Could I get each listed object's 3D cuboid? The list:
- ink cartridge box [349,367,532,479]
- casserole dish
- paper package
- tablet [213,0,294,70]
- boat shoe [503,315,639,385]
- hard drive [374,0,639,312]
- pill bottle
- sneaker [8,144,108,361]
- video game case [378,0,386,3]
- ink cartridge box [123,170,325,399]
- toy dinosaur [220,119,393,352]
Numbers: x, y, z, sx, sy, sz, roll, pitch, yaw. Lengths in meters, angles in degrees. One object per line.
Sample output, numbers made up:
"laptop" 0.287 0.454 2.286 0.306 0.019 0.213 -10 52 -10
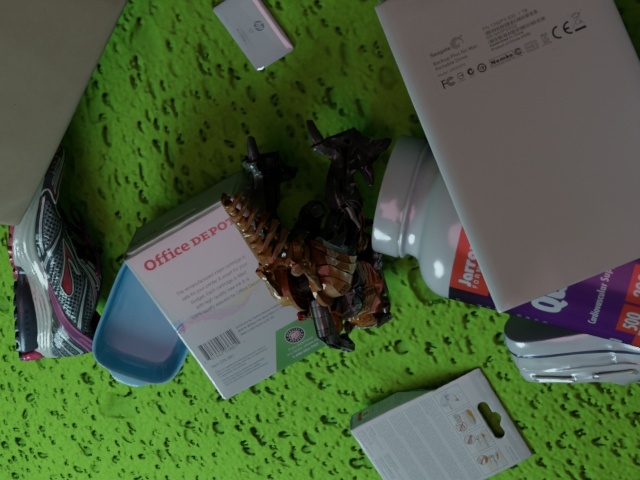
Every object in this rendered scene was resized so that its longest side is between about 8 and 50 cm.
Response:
"ink cartridge box" 0.147 0.239 1.526 0.179 0.045 0.145 -29 108 12
"casserole dish" -0.205 0.089 1.513 0.114 0.037 0.188 20 107 -10
"paper package" -0.398 -0.196 1.250 0.309 0.168 0.325 8 126 -40
"tablet" -0.071 -0.225 1.323 0.054 0.006 0.083 -27 109 30
"boat shoe" 0.331 0.113 1.351 0.258 0.095 0.084 -3 124 32
"hard drive" 0.200 -0.113 1.140 0.203 0.040 0.307 -22 85 10
"pill bottle" 0.222 -0.010 1.248 0.323 0.181 0.181 14 124 10
"sneaker" -0.316 0.009 1.499 0.112 0.121 0.299 -2 125 -9
"video game case" 0.136 -0.294 1.199 0.212 0.023 0.193 -27 109 29
"ink cartridge box" -0.102 0.051 1.431 0.154 0.093 0.212 -29 110 13
"toy dinosaur" 0.000 0.000 1.300 0.164 0.218 0.322 -5 162 5
